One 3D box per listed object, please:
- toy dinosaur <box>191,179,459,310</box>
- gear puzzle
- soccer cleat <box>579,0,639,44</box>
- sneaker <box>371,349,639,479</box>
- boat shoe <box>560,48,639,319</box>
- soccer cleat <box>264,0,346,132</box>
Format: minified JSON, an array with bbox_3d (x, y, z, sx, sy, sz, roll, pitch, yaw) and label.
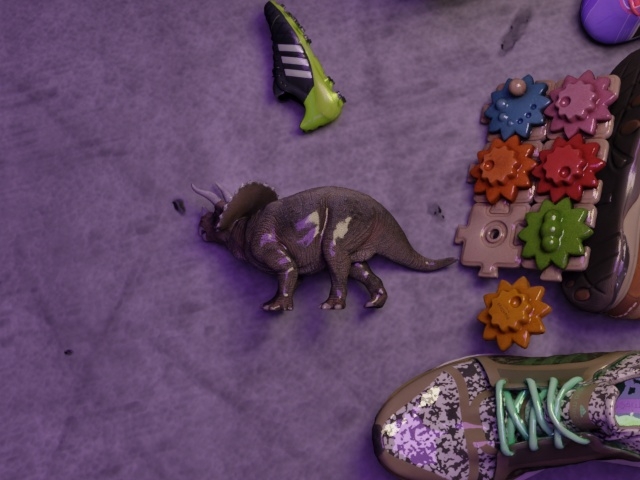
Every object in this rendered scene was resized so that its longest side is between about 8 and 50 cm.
[{"bbox_3d":[0.000,0.000,1.261,0.314,0.121,0.160,-2,87,7],"label":"toy dinosaur"},{"bbox_3d":[0.229,-0.040,1.252,0.176,0.044,0.338,2,71,38],"label":"gear puzzle"},{"bbox_3d":[0.420,-0.312,1.247,0.108,0.318,0.116,55,40,-9],"label":"soccer cleat"},{"bbox_3d":[0.256,0.173,1.159,0.411,0.182,0.158,-8,74,2],"label":"sneaker"},{"bbox_3d":[0.365,-0.060,1.267,0.120,0.123,0.323,21,77,-23],"label":"boat shoe"},{"bbox_3d":[-0.036,-0.216,1.359,0.072,0.060,0.178,-31,74,8],"label":"soccer cleat"}]
